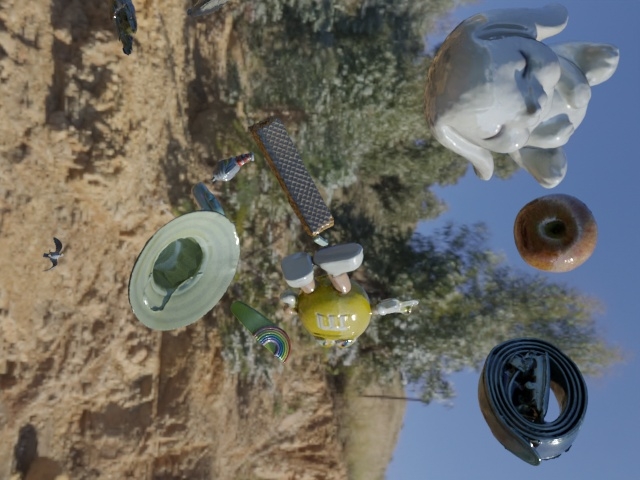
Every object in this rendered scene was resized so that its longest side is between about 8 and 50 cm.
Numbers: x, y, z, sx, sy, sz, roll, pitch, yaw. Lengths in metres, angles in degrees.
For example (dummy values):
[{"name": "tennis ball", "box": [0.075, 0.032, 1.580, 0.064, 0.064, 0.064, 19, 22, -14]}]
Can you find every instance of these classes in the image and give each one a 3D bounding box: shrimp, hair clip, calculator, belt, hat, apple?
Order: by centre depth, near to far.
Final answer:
[{"name": "hat", "box": [-0.279, 0.036, 1.138, 0.110, 0.252, 0.251, 30, -55, 34]}, {"name": "belt", "box": [0.431, 0.324, 1.221, 0.116, 0.207, 0.267, 87, 8, -45]}, {"name": "hair clip", "box": [-0.137, 0.210, 1.427, 0.060, 0.188, 0.033, -48, -177, -18]}, {"name": "shrimp", "box": [-0.515, -0.605, 1.542, 0.145, 0.059, 0.254, 85, -10, -61]}, {"name": "apple", "box": [0.612, -0.019, 1.569, 0.188, 0.211, 0.210, 4, 88, -68]}, {"name": "calculator", "box": [-0.280, -0.061, 1.575, 0.185, 0.041, 0.299, 57, -12, 4]}]

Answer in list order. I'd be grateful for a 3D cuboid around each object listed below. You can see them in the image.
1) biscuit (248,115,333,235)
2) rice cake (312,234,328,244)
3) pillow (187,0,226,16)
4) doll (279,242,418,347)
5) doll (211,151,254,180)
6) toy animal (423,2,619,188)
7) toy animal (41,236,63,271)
[{"name": "biscuit", "box": [-0.082, -0.194, 1.788, 0.378, 0.094, 0.054, 62, -20, -5]}, {"name": "rice cake", "box": [0.000, 0.000, 1.857, 0.021, 0.022, 0.121, 64, 9, 12]}, {"name": "pillow", "box": [-0.250, -0.690, 1.642, 0.255, 0.059, 0.169, -6, -135, 47]}, {"name": "doll", "box": [0.049, 0.156, 1.633, 0.348, 0.423, 0.161, -24, -137, 35]}, {"name": "doll", "box": [-0.318, -0.269, 2.163, 0.079, 0.180, 0.094, 60, -2, -29]}, {"name": "toy animal", "box": [0.255, -0.204, 0.846, 0.206, 0.265, 0.271, 40, -57, 39]}, {"name": "toy animal", "box": [-0.597, 0.031, 1.343, 0.050, 0.028, 0.084, -8, -116, 41]}]
